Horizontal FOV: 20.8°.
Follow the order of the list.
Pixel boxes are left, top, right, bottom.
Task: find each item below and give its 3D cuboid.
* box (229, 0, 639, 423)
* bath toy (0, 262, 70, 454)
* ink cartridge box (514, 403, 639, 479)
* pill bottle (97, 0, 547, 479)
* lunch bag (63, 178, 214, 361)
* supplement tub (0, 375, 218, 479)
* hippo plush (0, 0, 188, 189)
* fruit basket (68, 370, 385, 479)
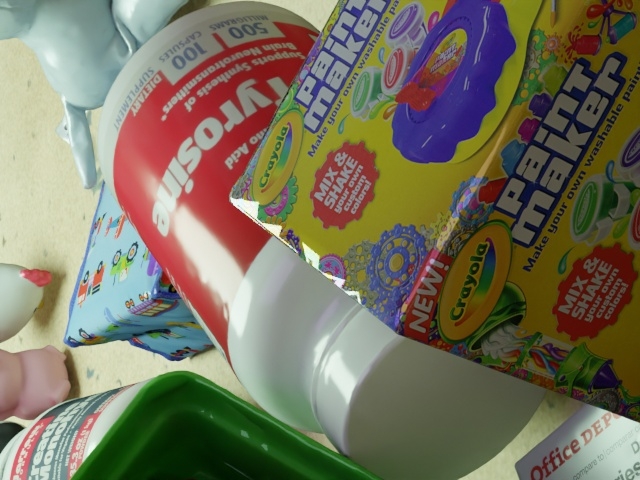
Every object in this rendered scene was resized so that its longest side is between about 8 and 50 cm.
[{"bbox_3d":[0.153,-0.074,1.009,0.177,0.279,0.290,38,103,47],"label":"box"},{"bbox_3d":[-0.334,0.174,1.954,0.129,0.151,0.348,-21,63,14],"label":"bath toy"},{"bbox_3d":[0.229,0.199,1.132,0.153,0.087,0.208,-50,49,43],"label":"ink cartridge box"},{"bbox_3d":[0.000,0.000,1.356,0.407,0.229,0.229,50,129,45],"label":"pill bottle"},{"bbox_3d":[-0.139,-0.053,1.679,0.221,0.138,0.293,-26,59,56],"label":"lunch bag"},{"bbox_3d":[-0.187,0.237,1.665,0.272,0.191,0.191,-20,73,54],"label":"supplement tub"},{"bbox_3d":[-0.285,-0.259,1.741,0.294,0.237,0.234,-58,32,17],"label":"hippo plush"},{"bbox_3d":[-0.043,0.247,1.107,0.283,0.392,0.392,-52,24,-25],"label":"fruit basket"}]
